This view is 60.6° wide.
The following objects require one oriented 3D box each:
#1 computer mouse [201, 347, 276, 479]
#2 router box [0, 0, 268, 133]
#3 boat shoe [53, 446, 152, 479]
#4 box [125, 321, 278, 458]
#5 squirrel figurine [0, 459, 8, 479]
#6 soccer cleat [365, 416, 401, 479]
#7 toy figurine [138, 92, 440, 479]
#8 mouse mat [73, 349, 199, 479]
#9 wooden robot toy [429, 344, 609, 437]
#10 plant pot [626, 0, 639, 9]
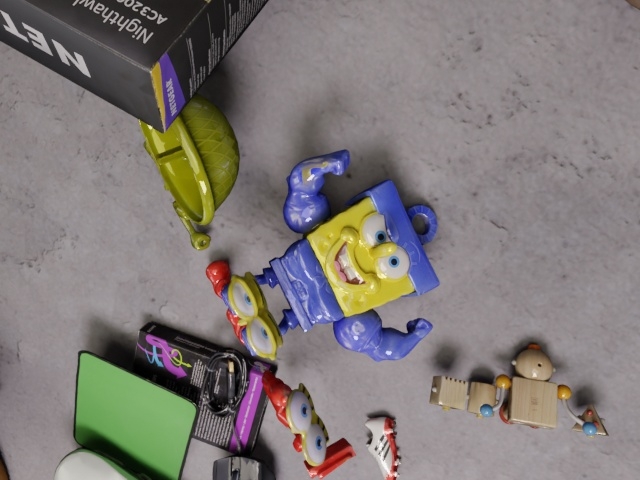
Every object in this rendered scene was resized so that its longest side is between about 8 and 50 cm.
[{"bbox_3d":[-0.094,0.232,0.603,0.071,0.041,0.242,-3,107,13],"label":"computer mouse"},{"bbox_3d":[-0.183,-0.261,0.414,0.308,0.081,0.243,29,70,2],"label":"router box"},{"bbox_3d":[-0.224,0.329,0.674,0.219,0.070,0.078,42,75,-2],"label":"boat shoe"},{"bbox_3d":[-0.140,0.172,0.631,0.161,0.029,0.116,19,110,4],"label":"box"},{"bbox_3d":[-0.539,0.294,0.568,0.281,0.370,0.397,38,110,-1],"label":"squirrel figurine"},{"bbox_3d":[0.069,0.235,0.608,0.035,0.029,0.084,-3,103,22],"label":"soccer cleat"},{"bbox_3d":[0.000,0.000,0.521,0.217,0.191,0.363,-26,91,-14],"label":"toy figurine"},{"bbox_3d":[-0.224,0.218,0.649,0.152,0.007,0.190,24,124,4],"label":"mouse mat"},{"bbox_3d":[0.199,0.143,0.545,0.173,0.076,0.079,8,73,9],"label":"wooden robot toy"},{"bbox_3d":[0.347,-0.236,0.313,0.229,0.263,0.263,12,109,-11],"label":"plant pot"}]
